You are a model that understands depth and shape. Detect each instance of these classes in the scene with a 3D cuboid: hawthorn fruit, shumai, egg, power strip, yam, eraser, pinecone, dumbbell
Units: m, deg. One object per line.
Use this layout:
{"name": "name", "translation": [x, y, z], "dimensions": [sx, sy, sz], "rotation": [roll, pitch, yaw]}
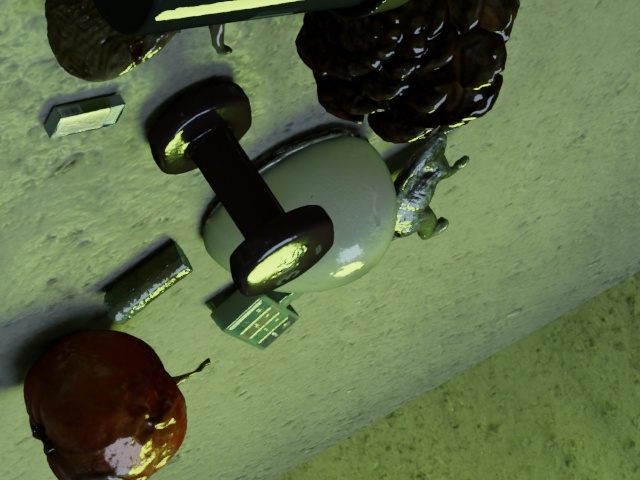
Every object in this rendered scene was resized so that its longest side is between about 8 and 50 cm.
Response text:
{"name": "hawthorn fruit", "translation": [-0.275, 0.229, 2.229], "dimensions": [0.272, 0.242, 0.242], "rotation": [-24, 160, -25]}
{"name": "shumai", "translation": [-0.173, -0.213, 1.430], "dimensions": [0.139, 0.123, 0.105], "rotation": [-56, 165, 23]}
{"name": "egg", "translation": [-0.014, -0.005, 2.145], "dimensions": [0.264, 0.174, 0.286], "rotation": [-9, 155, -43]}
{"name": "power strip", "translation": [-0.083, 0.097, 2.500], "dimensions": [0.145, 0.061, 0.216], "rotation": [-40, 162, 3]}
{"name": "yam", "translation": [-0.233, 0.057, 2.140], "dimensions": [0.132, 0.054, 0.054], "rotation": [-36, 162, 10]}
{"name": "eraser", "translation": [-0.248, -0.131, 1.668], "dimensions": [0.083, 0.019, 0.038], "rotation": [-18, 156, -39]}
{"name": "pinecone", "translation": [0.102, -0.221, 1.685], "dimensions": [0.244, 0.244, 0.309], "rotation": [-38, 171, 18]}
{"name": "dumbbell", "translation": [-0.090, -0.058, 1.786], "dimensions": [0.124, 0.225, 0.140], "rotation": [-30, 160, -12]}

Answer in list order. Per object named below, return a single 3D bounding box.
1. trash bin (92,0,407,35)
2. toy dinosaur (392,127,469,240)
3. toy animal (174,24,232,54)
{"name": "trash bin", "translation": [-0.028, -0.286, 1.332], "dimensions": [0.334, 0.214, 0.214], "rotation": [-13, 155, -27]}
{"name": "toy dinosaur", "translation": [0.143, -0.073, 2.344], "dimensions": [0.162, 0.077, 0.294], "rotation": [-33, 150, -37]}
{"name": "toy animal", "translation": [-0.136, -0.218, 1.559], "dimensions": [0.220, 0.069, 0.086], "rotation": [-30, 141, -24]}
